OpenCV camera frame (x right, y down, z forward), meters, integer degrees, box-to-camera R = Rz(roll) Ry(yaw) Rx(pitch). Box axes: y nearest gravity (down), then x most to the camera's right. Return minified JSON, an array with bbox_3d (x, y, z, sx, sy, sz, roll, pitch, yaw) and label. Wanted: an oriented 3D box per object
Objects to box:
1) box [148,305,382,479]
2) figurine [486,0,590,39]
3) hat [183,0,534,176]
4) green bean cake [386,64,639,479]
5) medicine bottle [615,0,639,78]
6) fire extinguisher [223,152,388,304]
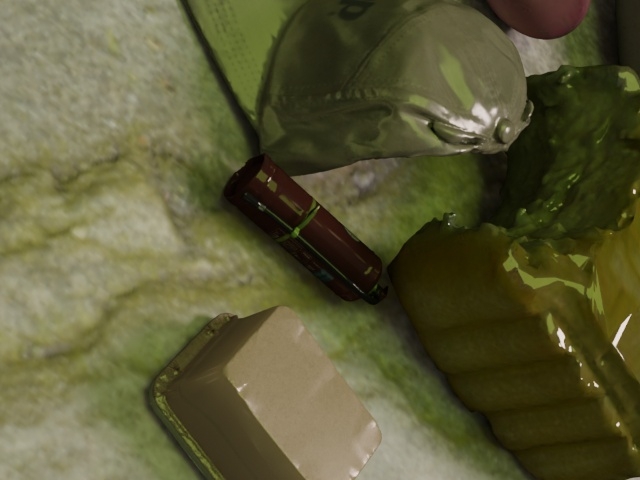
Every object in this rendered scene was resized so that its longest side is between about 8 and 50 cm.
[{"bbox_3d":[-0.026,0.101,0.904,0.122,0.062,0.089,54,44,-11],"label":"box"},{"bbox_3d":[0.177,-0.314,1.177,0.261,0.269,0.211,43,41,-33],"label":"figurine"},{"bbox_3d":[0.028,-0.158,1.037,0.214,0.149,0.245,-34,106,-47],"label":"hat"},{"bbox_3d":[0.179,0.018,1.082,0.233,0.124,0.236,52,48,-22],"label":"green bean cake"},{"bbox_3d":[0.410,-0.115,1.377,0.375,0.123,0.282,13,64,-39],"label":"medicine bottle"},{"bbox_3d":[0.000,0.000,0.993,0.132,0.039,0.056,42,14,-21],"label":"fire extinguisher"}]
